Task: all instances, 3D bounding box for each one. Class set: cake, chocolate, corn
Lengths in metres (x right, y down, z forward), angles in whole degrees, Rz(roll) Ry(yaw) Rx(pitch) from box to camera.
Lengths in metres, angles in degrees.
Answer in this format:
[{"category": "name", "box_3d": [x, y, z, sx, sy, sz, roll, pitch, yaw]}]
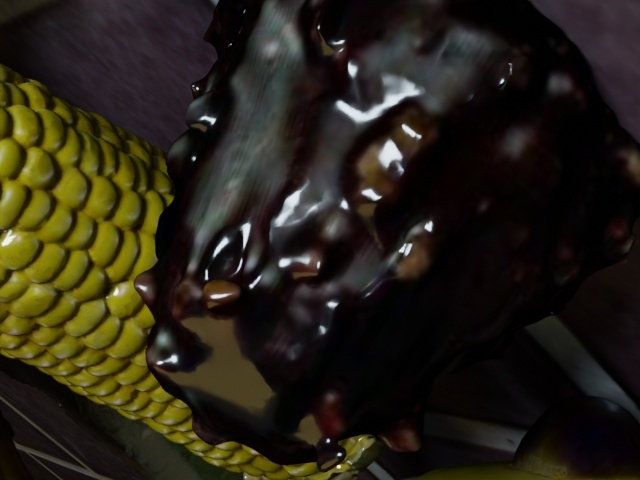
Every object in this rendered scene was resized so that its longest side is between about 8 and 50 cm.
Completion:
[{"category": "cake", "box_3d": [-0.128, 0.087, 0.856, 0.117, 0.086, 0.220, 24, 160, 40]}, {"category": "chocolate", "box_3d": [0.000, 0.000, 0.388, 0.156, 0.133, 0.156, 31, 157, 15]}, {"category": "corn", "box_3d": [-0.062, 0.015, 0.462, 0.091, 0.091, 0.260, -29, 140, 21]}]

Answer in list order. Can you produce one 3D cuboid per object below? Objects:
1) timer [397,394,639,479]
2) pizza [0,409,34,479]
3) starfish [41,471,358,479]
[{"category": "timer", "box_3d": [0.057, 0.223, 0.458, 0.387, 0.376, 0.376, 36, 163, -32]}, {"category": "pizza", "box_3d": [-0.233, 0.115, 0.730, 0.406, 0.130, 0.440, 47, 159, 44]}, {"category": "starfish", "box_3d": [0.014, 0.211, 0.769, 0.398, 0.132, 0.384, 39, 145, -25]}]
